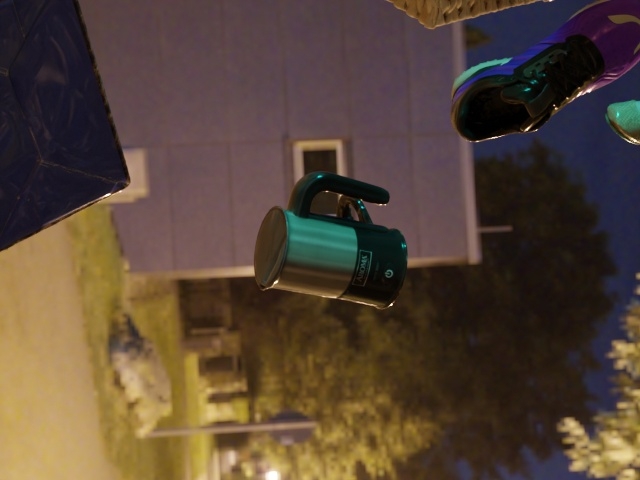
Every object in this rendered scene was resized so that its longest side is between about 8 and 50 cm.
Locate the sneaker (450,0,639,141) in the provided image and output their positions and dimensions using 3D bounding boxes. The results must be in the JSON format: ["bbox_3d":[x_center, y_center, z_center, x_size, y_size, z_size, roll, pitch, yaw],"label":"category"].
[{"bbox_3d":[0.293,-0.201,1.629,0.102,0.293,0.146,55,27,-16],"label":"sneaker"}]

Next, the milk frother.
[{"bbox_3d":[0.000,0.000,1.310,0.143,0.134,0.129,-16,-115,64],"label":"milk frother"}]

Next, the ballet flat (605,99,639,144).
[{"bbox_3d":[0.384,-0.139,1.488,0.168,0.052,0.057,9,48,-55],"label":"ballet flat"}]

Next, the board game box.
[{"bbox_3d":[-0.312,-0.173,1.108,0.291,0.141,0.232,45,-25,39],"label":"board game box"}]

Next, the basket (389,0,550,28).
[{"bbox_3d":[0.189,-0.540,1.917,0.328,0.266,0.331,41,-40,38],"label":"basket"}]
